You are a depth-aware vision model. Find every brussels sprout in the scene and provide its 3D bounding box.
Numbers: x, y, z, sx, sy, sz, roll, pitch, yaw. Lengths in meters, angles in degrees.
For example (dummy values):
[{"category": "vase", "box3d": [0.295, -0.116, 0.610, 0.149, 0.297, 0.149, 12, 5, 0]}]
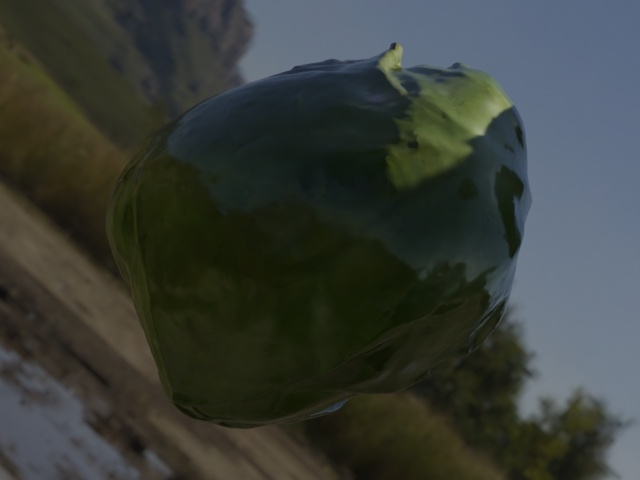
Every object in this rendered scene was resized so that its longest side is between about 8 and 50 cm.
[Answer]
[{"category": "brussels sprout", "box3d": [0.000, 0.000, 1.293, 0.328, 0.328, 0.247, -143, -136, -76]}]
